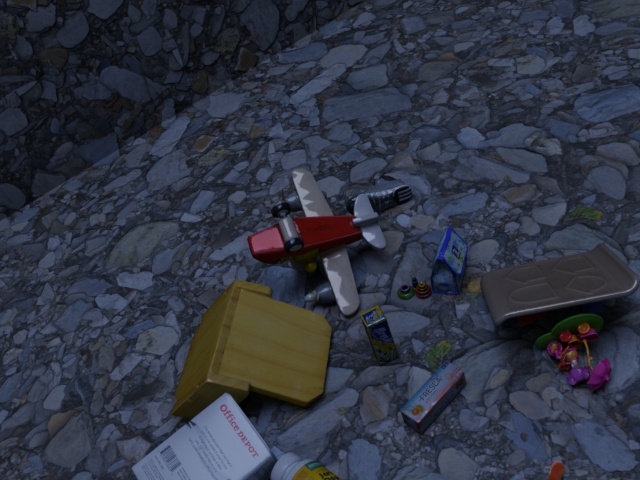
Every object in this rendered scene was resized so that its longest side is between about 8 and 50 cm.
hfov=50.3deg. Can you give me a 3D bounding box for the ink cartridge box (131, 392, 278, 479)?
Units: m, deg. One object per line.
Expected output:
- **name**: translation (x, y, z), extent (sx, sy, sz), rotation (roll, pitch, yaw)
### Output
- **ink cartridge box**: translation (-0.268, 0.546, 1.640), extent (0.289, 0.122, 0.211), rotation (-37, 57, -11)

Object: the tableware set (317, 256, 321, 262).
- **tableware set**: translation (0.023, 0.002, 2.226), extent (0.103, 0.024, 0.154), rotation (-20, 41, 0)

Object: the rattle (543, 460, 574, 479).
- **rattle**: translation (0.463, 0.577, 1.434), extent (0.130, 0.143, 0.200), rotation (22, 32, -1)

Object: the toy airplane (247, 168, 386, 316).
- **toy airplane**: translation (0.000, 0.000, 2.073), extent (0.384, 0.272, 0.386), rotation (32, 52, -5)

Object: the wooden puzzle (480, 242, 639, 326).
- **wooden puzzle**: translation (0.601, 0.126, 1.754), extent (0.347, 0.081, 0.322), rotation (-17, 13, 10)

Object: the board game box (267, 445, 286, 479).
- **board game box**: translation (-0.110, 0.566, 1.679), extent (0.090, 0.020, 0.090), rotation (24, 58, 37)

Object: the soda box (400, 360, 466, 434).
- **soda box**: translation (0.281, 0.387, 1.686), extent (0.183, 0.058, 0.063), rotation (-41, 45, -23)

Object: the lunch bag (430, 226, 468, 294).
- **lunch bag**: translation (0.364, 0.057, 1.935), extent (0.096, 0.151, 0.129), rotation (3, 45, 24)

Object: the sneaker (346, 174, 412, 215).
- **sneaker**: translation (0.183, -0.156, 2.299), extent (0.228, 0.086, 0.132), rotation (-15, 36, -9)

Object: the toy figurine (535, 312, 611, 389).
- **toy figurine**: translation (0.621, 0.285, 1.637), extent (0.173, 0.130, 0.159), rotation (-29, 47, 24)

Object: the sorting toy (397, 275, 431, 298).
- **sorting toy**: translation (0.270, 0.134, 1.973), extent (0.101, 0.042, 0.061), rotation (-4, 44, 19)

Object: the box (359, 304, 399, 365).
- **box**: translation (0.156, 0.251, 1.796), extent (0.059, 0.169, 0.054), rotation (-25, 41, -4)

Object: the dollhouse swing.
- **dollhouse swing**: translation (-0.185, 0.342, 1.919), extent (0.315, 0.304, 0.347), rotation (-45, 25, 39)

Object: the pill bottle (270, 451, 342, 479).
- **pill bottle**: translation (-0.013, 0.575, 1.555), extent (0.208, 0.118, 0.117), rotation (24, 57, 38)
